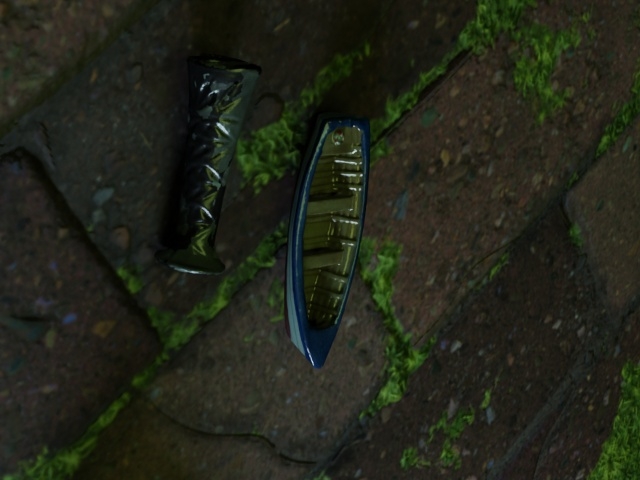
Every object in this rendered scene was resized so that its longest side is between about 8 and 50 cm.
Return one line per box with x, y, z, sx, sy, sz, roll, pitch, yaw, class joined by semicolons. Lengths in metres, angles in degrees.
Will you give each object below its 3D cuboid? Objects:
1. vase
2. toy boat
-0.088;-0.058;0.964;0.059;0.059;0.167;-3;110;-43;vase
0.000;0.000;1.084;0.080;0.046;0.229;-10;115;-42;toy boat
